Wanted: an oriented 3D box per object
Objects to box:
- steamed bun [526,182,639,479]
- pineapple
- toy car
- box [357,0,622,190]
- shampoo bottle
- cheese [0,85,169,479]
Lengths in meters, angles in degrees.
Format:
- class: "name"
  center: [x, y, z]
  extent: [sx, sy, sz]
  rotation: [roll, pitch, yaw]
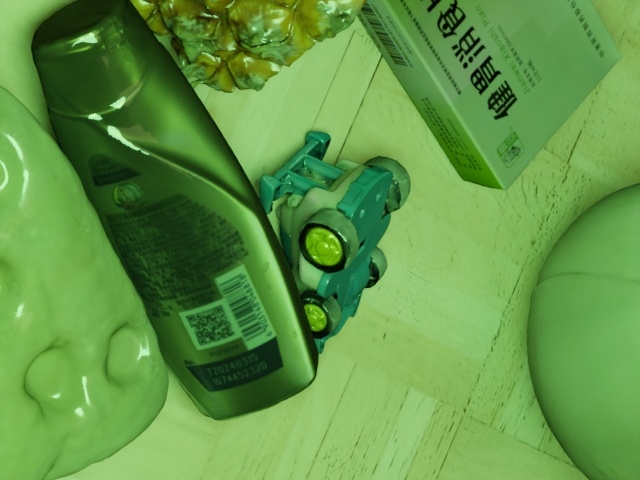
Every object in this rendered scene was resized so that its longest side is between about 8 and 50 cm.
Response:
- class: "steamed bun"
  center: [0.356, 0.111, 1.752]
  extent: [0.374, 0.334, 0.334]
  rotation: [37, 77, -36]
- class: "pineapple"
  center: [-0.051, -0.301, 1.402]
  extent: [0.286, 0.209, 0.344]
  rotation: [34, 76, -31]
- class: "toy car"
  center: [0.000, 0.000, 1.621]
  extent: [0.126, 0.098, 0.161]
  rotation: [-45, 157, -47]
- class: "box"
  center: [0.135, -0.195, 1.680]
  extent: [0.175, 0.062, 0.260]
  rotation: [-48, 125, -19]
- class: "shampoo bottle"
  center: [-0.113, -0.022, 1.498]
  extent: [0.125, 0.084, 0.350]
  rotation: [-21, 120, 10]
- class: "cheese"
  center: [-0.292, 0.061, 1.369]
  extent: [0.351, 0.129, 0.328]
  rotation: [-33, 120, -30]
